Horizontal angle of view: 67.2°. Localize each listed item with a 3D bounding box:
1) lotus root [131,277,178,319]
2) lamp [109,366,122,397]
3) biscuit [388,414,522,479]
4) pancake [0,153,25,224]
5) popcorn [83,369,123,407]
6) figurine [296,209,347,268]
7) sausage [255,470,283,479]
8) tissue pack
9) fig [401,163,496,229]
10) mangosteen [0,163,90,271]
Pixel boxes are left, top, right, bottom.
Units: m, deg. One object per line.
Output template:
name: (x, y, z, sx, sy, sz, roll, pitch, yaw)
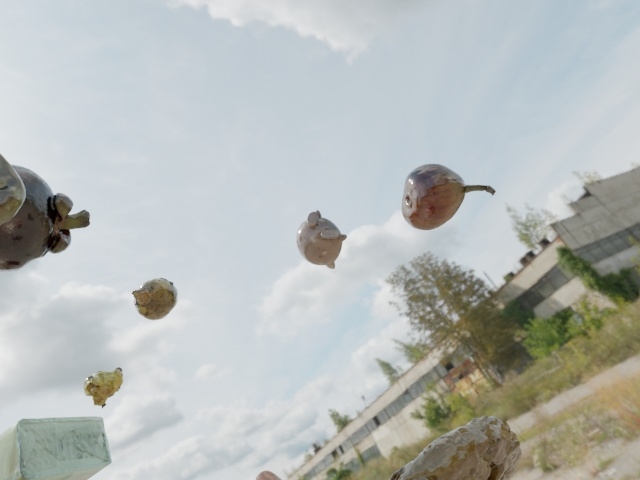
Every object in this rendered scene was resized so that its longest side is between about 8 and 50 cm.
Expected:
lotus root: (-0.598, 0.213, 1.780, 0.155, 0.140, 0.257, -62, -2, -2)
lamp: (-0.616, 0.421, 1.443, 0.063, 0.031, 0.084, -56, -16, -77)
biscuit: (0.192, 0.385, 0.725, 0.295, 0.075, 0.296, -20, -49, -25)
pancake: (-0.678, -0.099, 0.815, 0.294, 0.295, 0.049, -9, -30, -40)
popcorn: (-0.477, 0.327, 1.058, 0.084, 0.084, 0.084, -25, -25, -13)
figurine: (0.000, 0.000, 1.188, 0.125, 0.125, 0.138, -24, -29, -15)
sausage: (-0.066, 0.380, 0.731, 0.034, 0.083, 0.034, -11, -74, -41)
tissue pack: (-0.947, 0.741, 1.546, 0.404, 0.205, 0.331, -33, -28, 13)
fig: (0.280, -0.120, 1.158, 0.202, 0.148, 0.149, -42, -58, -8)
mangosteen: (-0.811, -0.049, 1.265, 0.297, 0.297, 0.293, -38, -64, 15)
